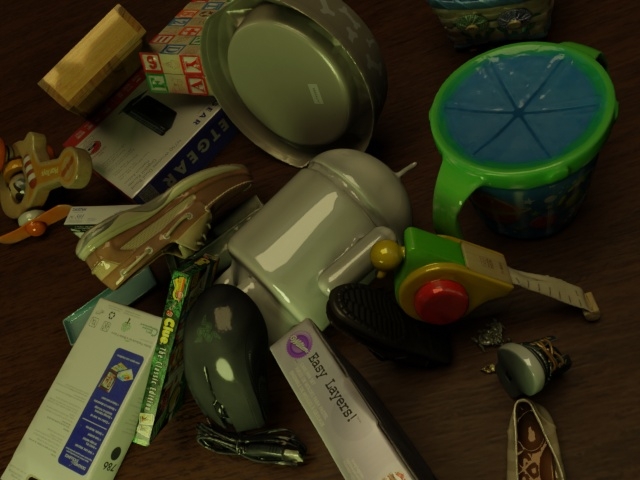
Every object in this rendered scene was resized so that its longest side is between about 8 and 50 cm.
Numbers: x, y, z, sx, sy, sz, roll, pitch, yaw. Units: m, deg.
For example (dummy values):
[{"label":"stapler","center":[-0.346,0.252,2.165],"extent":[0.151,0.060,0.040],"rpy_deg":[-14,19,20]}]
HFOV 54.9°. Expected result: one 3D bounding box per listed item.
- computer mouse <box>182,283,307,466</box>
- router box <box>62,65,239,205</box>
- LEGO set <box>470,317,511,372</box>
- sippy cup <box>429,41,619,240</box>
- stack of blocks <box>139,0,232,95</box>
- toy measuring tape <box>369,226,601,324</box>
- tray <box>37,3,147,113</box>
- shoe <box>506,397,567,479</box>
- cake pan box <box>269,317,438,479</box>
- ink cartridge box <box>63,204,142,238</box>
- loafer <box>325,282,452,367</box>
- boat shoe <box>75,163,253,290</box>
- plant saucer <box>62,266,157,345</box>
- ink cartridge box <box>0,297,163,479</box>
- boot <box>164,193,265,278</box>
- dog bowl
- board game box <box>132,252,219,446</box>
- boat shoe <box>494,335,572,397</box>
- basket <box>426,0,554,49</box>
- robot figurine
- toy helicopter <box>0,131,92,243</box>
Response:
[{"label":"computer mouse","center":[-0.125,0.196,0.848],"extent":[0.189,0.272,0.072],"rpy_deg":[1,17,27]},{"label":"router box","center":[-0.343,-0.246,1.323],"extent":[0.301,0.082,0.335],"rpy_deg":[32,75,35]},{"label":"LEGO set","center":[0.241,0.144,0.864],"extent":[0.054,0.023,0.083],"rpy_deg":[-17,54,12]},{"label":"sippy cup","center":[0.294,-0.122,0.889],"extent":[0.306,0.224,0.240],"rpy_deg":[-18,55,12]},{"label":"stack of blocks","center":[-0.227,-0.415,1.286],"extent":[0.171,0.087,0.297],"rpy_deg":[6,43,13]},{"label":"toy measuring tape","center":[0.210,0.072,0.829],"extent":[0.330,0.121,0.121],"rpy_deg":[18,59,-16]},{"label":"tray","center":[-0.455,-0.352,1.290],"extent":[0.203,0.076,0.411],"rpy_deg":[-47,16,-4]},{"label":"shoe","center":[0.257,0.297,0.737],"extent":[0.077,0.058,0.219],"rpy_deg":[-9,56,18]},{"label":"cake pan box","center":[0.063,0.240,0.739],"extent":[0.070,0.245,0.267],"rpy_deg":[-36,53,-2]},{"label":"ink cartridge box","center":[-0.378,-0.024,1.186],"extent":[0.207,0.097,0.046],"rpy_deg":[0,59,22]},{"label":"loafer","center":[0.085,0.131,0.832],"extent":[0.078,0.220,0.080],"rpy_deg":[-37,37,34]},{"label":"boat shoe","center":[-0.247,-0.023,1.058],"extent":[0.324,0.123,0.116],"rpy_deg":[-32,87,-21]},{"label":"plant saucer","center":[-0.390,0.119,1.150],"extent":[0.192,0.018,0.067],"rpy_deg":[-37,53,-2]},{"label":"ink cartridge box","center":[-0.369,0.268,1.009],"extent":[0.165,0.065,0.332],"rpy_deg":[14,67,28]},{"label":"boot","center":[-0.160,0.029,1.086],"extent":[0.209,0.076,0.189],"rpy_deg":[-28,54,-5]},{"label":"dog bowl","center":[-0.039,-0.285,1.073],"extent":[0.349,0.348,0.102],"rpy_deg":[16,54,30]},{"label":"board game box","center":[-0.210,0.154,0.906],"extent":[0.030,0.136,0.259],"rpy_deg":[17,102,3]},{"label":"boat shoe","center":[0.267,0.145,0.757],"extent":[0.083,0.183,0.065],"rpy_deg":[-30,71,-1]},{"label":"basket","center":[0.306,-0.489,1.077],"extent":[0.255,0.289,0.201],"rpy_deg":[0,54,26]},{"label":"robot figurine","center":[0.000,0.000,0.948],"extent":[0.353,0.200,0.300],"rpy_deg":[-45,30,-8]},{"label":"toy helicopter","center":[-0.587,-0.116,1.291],"extent":[0.355,0.140,0.234],"rpy_deg":[-5,83,40]}]
